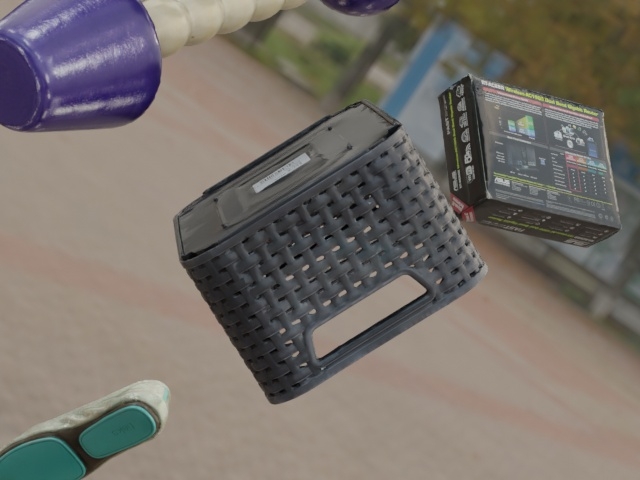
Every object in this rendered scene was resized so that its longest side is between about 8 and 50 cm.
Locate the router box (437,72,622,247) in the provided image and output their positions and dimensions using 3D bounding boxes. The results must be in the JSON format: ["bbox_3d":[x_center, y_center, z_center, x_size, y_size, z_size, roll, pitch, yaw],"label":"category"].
[{"bbox_3d":[0.139,-0.052,1.324,0.122,0.038,0.092,12,62,-34],"label":"router box"}]

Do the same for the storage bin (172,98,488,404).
[{"bbox_3d":[0.000,0.000,0.994,0.084,0.122,0.180,58,0,-11],"label":"storage bin"}]

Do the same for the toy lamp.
[{"bbox_3d":[-0.060,-0.116,0.992,0.080,0.080,0.274,36,39,20],"label":"toy lamp"}]

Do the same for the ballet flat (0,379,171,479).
[{"bbox_3d":[-0.188,0.157,1.592,0.057,0.168,0.052,59,24,-21],"label":"ballet flat"}]
